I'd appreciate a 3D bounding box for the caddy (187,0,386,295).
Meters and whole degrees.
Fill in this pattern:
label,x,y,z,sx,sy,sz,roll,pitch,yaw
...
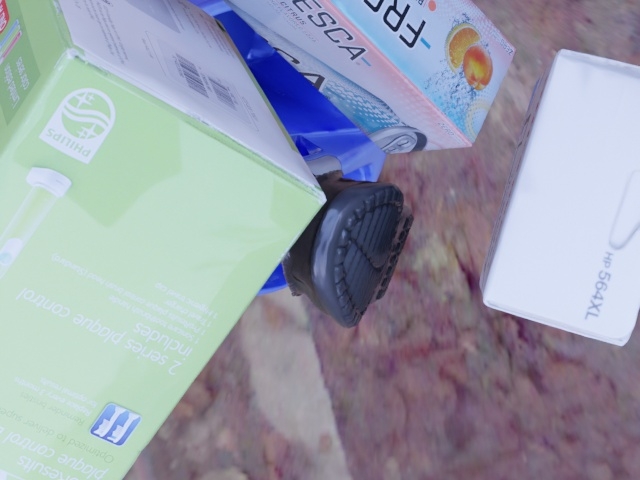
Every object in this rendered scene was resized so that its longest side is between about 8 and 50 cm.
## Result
label,x,y,z,sx,sy,sz,roll,pitch,yaw
caddy,-0.075,-0.076,1.202,0.179,0.341,0.241,25,112,33

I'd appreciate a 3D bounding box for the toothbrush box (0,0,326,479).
label,x,y,z,sx,sy,sz,roll,pitch,yaw
toothbrush box,-0.146,0.024,0.685,0.122,0.206,0.283,30,104,-27

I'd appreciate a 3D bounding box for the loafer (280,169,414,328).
label,x,y,z,sx,sy,sz,roll,pitch,yaw
loafer,0.000,0.000,0.886,0.078,0.220,0.080,20,89,8

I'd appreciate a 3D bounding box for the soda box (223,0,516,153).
label,x,y,z,sx,sy,sz,roll,pitch,yaw
soda box,0.004,-0.114,0.701,0.183,0.063,0.058,41,65,-31

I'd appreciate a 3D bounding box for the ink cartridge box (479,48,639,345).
label,x,y,z,sx,sy,sz,roll,pitch,yaw
ink cartridge box,0.152,-0.026,0.938,0.086,0.203,0.148,16,92,5
